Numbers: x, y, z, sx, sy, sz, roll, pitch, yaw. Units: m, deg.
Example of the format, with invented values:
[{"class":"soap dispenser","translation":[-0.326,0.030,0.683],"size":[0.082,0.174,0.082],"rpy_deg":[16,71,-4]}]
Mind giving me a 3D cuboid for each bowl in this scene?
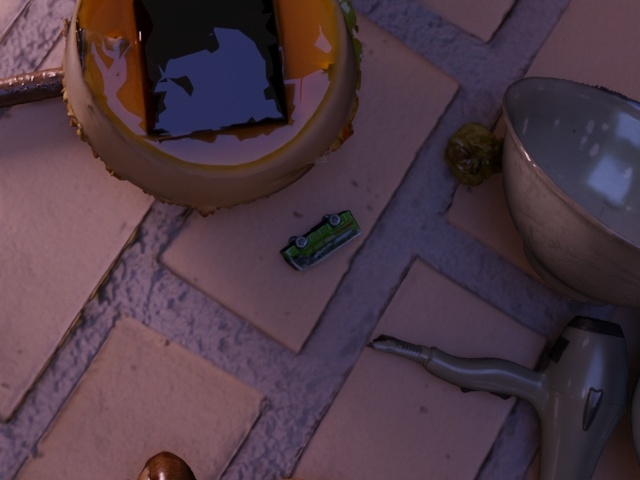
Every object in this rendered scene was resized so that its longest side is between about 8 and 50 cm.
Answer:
[{"class":"bowl","translation":[0.293,-0.020,0.913],"size":[0.314,0.146,0.313],"rpy_deg":[16,36,-12]}]

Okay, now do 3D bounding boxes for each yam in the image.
[{"class":"yam","translation":[-0.299,-0.149,0.888],"size":[0.146,0.032,0.032],"rpy_deg":[-14,86,-14]}]

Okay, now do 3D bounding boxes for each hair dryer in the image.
[{"class":"hair dryer","translation":[0.191,0.200,0.932],"size":[0.267,0.092,0.229],"rpy_deg":[-6,90,2]}]

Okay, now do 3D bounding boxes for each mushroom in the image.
[{"class":"mushroom","translation":[-0.159,0.258,0.821],"size":[0.087,0.127,0.127],"rpy_deg":[22,79,-15]}]

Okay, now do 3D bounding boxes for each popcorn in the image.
[{"class":"popcorn","translation":[0.173,-0.093,0.962],"size":[0.083,0.059,0.068],"rpy_deg":[8,81,-19]}]

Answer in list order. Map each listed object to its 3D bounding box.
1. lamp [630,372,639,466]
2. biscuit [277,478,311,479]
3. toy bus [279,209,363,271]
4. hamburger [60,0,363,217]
[{"class":"lamp","translation":[0.403,0.176,0.917],"size":[0.209,0.147,0.283],"rpy_deg":[34,65,-41]},{"class":"biscuit","translation":[0.007,0.431,0.857],"size":[0.365,0.062,0.385],"rpy_deg":[-43,92,-11]},{"class":"toy bus","translation":[0.000,0.000,0.930],"size":[0.083,0.031,0.037],"rpy_deg":[-33,100,-13]},{"class":"hamburger","translation":[-0.100,-0.166,0.858],"size":[0.294,0.179,0.275],"rpy_deg":[-10,83,-9]}]
